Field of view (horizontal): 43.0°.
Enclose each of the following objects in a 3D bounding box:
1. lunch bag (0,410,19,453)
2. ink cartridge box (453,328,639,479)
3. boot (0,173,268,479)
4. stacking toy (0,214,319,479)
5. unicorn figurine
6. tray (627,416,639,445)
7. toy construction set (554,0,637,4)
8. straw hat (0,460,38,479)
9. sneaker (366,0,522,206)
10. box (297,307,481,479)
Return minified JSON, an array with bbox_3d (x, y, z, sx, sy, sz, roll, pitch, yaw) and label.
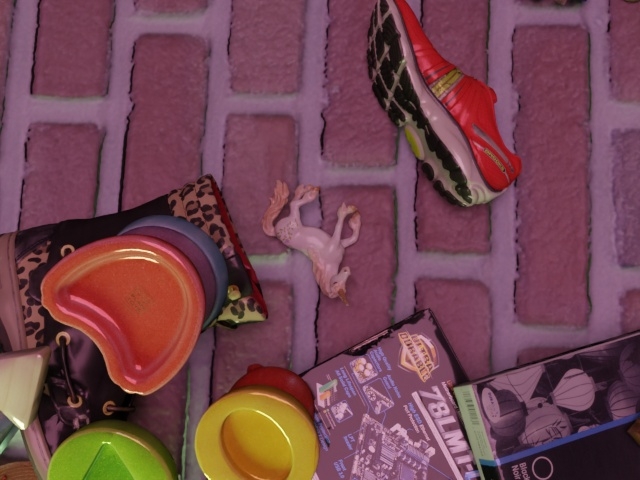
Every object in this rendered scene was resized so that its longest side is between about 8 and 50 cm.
[{"bbox_3d":[-0.496,0.227,0.905,0.223,0.160,0.262,42,110,4],"label":"lunch bag"},{"bbox_3d":[0.325,0.191,0.886,0.332,0.065,0.165,-15,80,-14],"label":"ink cartridge box"},{"bbox_3d":[-0.197,0.123,0.926,0.284,0.138,0.377,-21,75,-1],"label":"boot"},{"bbox_3d":[-0.169,0.142,0.833,0.279,0.130,0.309,-30,99,14],"label":"stacking toy"},{"bbox_3d":[0.000,0.000,0.976,0.162,0.060,0.111,27,83,23],"label":"unicorn figurine"},{"bbox_3d":[0.535,0.277,0.842,0.203,0.076,0.411,-43,92,-13],"label":"tray"},{"bbox_3d":[0.334,-0.403,0.928,0.257,0.237,0.309,-42,82,-4],"label":"toy construction set"},{"bbox_3d":[-0.336,0.326,0.930,0.144,0.144,0.061,39,126,8],"label":"straw hat"},{"bbox_3d":[0.149,-0.175,0.986,0.118,0.107,0.279,-24,83,-20],"label":"sneaker"},{"bbox_3d":[0.062,0.271,0.916,0.293,0.073,0.295,-28,82,-5],"label":"box"}]
